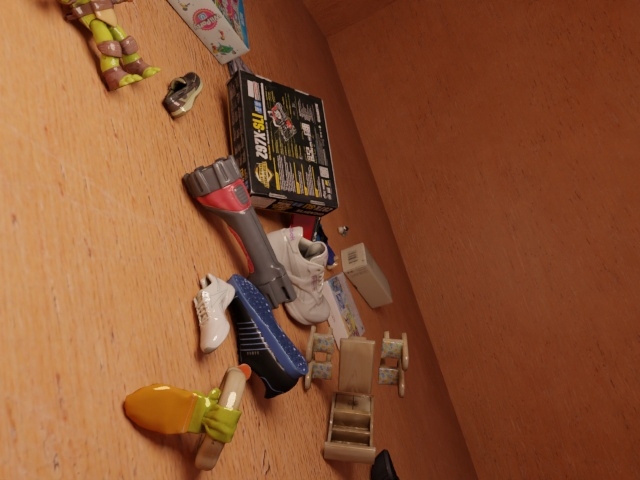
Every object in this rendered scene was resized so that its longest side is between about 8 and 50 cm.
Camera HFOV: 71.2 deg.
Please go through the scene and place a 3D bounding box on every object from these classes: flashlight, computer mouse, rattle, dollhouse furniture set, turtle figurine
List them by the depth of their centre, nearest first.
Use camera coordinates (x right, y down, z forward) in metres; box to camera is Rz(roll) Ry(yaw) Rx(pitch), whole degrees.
[{"bbox_3d":[-0.176,0.220,0.640,0.199,0.143,0.130,-105,-158,-73],"label":"rattle"},{"bbox_3d":[-0.347,-0.349,0.690,0.269,0.087,0.217,-95,165,-64],"label":"turtle figurine"},{"bbox_3d":[-0.154,-0.008,0.872,0.103,0.103,0.303,-133,-160,-71],"label":"flashlight"},{"bbox_3d":[0.073,0.329,0.969,0.161,0.212,0.241,-74,167,-65],"label":"dollhouse furniture set"},{"bbox_3d":[0.179,0.667,1.145,0.184,0.060,0.261,-98,170,-48],"label":"computer mouse"}]

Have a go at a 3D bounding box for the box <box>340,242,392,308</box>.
[{"bbox_3d":[0.177,0.137,1.686,0.275,0.094,0.113,54,23,-41],"label":"box"}]

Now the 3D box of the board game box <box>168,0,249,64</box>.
[{"bbox_3d":[-0.309,-0.639,1.127,0.303,0.098,0.223,43,31,-57],"label":"board game box"}]

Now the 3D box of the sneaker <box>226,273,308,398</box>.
[{"bbox_3d":[-0.120,0.170,0.802,0.232,0.090,0.081,53,11,23],"label":"sneaker"}]

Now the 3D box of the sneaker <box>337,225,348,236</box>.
[{"bbox_3d":[0.096,-0.037,1.742,0.083,0.037,0.031,22,48,-69],"label":"sneaker"}]

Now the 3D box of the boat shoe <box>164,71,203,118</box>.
[{"bbox_3d":[-0.277,-0.306,0.902,0.152,0.056,0.049,-93,161,-44],"label":"boat shoe"}]

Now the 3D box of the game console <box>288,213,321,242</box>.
[{"bbox_3d":[-0.046,-0.044,1.267,0.124,0.085,0.143,130,-27,-78],"label":"game console"}]

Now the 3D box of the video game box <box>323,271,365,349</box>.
[{"bbox_3d":[0.063,0.208,1.342,0.205,0.048,0.187,69,15,3],"label":"video game box"}]

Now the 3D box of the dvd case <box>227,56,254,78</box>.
[{"bbox_3d":[-0.209,-0.459,1.347,0.221,0.018,0.164,31,41,-63],"label":"dvd case"}]

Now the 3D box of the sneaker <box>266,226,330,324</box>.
[{"bbox_3d":[-0.031,0.089,1.024,0.114,0.152,0.305,-95,158,-47],"label":"sneaker"}]

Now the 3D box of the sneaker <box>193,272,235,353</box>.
[{"bbox_3d":[-0.181,0.116,0.723,0.061,0.054,0.152,46,21,-32],"label":"sneaker"}]

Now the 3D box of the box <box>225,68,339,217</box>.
[{"bbox_3d":[-0.092,-0.229,1.095,0.257,0.079,0.321,4,70,-38],"label":"box"}]

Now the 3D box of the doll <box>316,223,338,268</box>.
[{"bbox_3d":[0.000,0.000,1.394,0.188,0.046,0.129,61,18,-26],"label":"doll"}]
